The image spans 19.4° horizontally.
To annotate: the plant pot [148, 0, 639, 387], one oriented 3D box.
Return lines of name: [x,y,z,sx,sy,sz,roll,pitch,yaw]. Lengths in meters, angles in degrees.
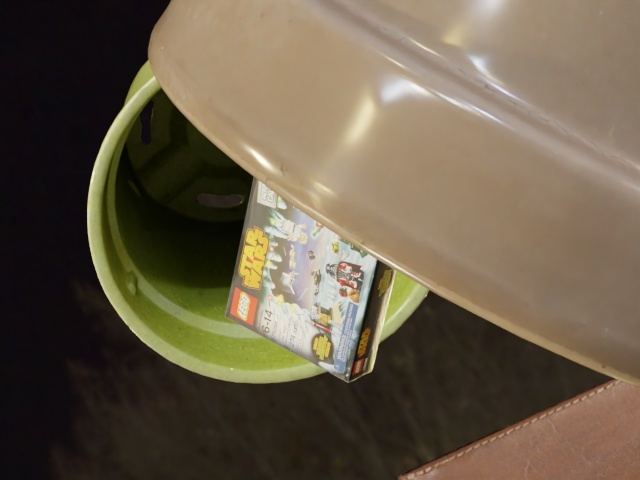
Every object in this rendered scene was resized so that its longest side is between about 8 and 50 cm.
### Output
plant pot: [0.105,-0.103,0.634,0.263,0.263,0.229,15,-73,-44]

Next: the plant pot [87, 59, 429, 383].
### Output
plant pot: [-0.058,-0.059,1.497,0.276,0.254,0.276,-4,-71,-11]

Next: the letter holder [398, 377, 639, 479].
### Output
letter holder: [0.234,0.193,1.107,0.302,0.214,0.152,-25,-37,8]

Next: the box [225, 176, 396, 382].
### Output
box: [0.000,0.000,1.068,0.027,0.094,0.137,-19,-52,-51]
